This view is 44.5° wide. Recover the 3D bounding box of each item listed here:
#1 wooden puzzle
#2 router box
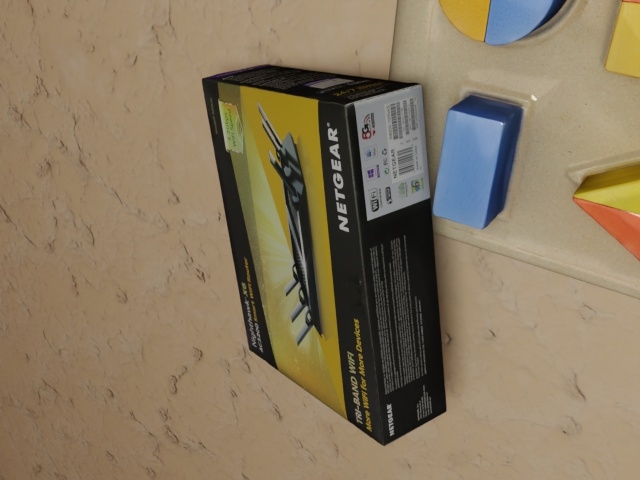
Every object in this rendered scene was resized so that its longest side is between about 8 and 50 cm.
[{"bbox_3d":[0.188,-0.110,0.579,0.348,0.080,0.322,22,124,29],"label":"wooden puzzle"},{"bbox_3d":[0.000,0.000,0.734,0.243,0.081,0.308,23,127,53],"label":"router box"}]
